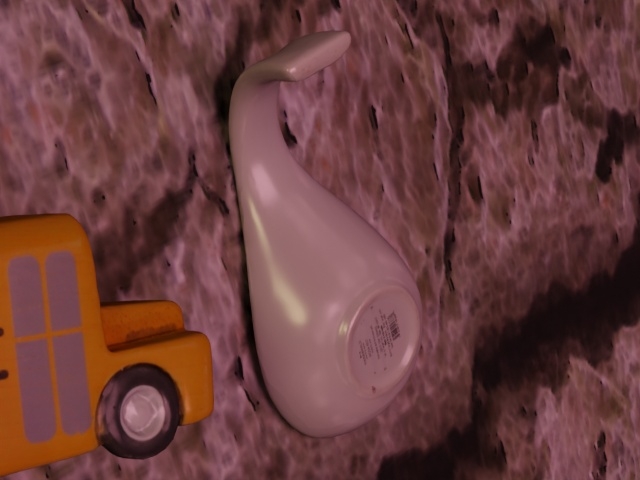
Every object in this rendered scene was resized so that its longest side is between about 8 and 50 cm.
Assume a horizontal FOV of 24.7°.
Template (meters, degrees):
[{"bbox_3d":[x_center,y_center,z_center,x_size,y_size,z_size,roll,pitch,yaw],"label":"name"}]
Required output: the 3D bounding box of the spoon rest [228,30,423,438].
[{"bbox_3d":[0.000,0.000,0.922,0.137,0.084,0.276,-34,125,-36],"label":"spoon rest"}]

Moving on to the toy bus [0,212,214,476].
[{"bbox_3d":[-0.212,0.063,0.697,0.332,0.108,0.130,-10,95,-41],"label":"toy bus"}]
